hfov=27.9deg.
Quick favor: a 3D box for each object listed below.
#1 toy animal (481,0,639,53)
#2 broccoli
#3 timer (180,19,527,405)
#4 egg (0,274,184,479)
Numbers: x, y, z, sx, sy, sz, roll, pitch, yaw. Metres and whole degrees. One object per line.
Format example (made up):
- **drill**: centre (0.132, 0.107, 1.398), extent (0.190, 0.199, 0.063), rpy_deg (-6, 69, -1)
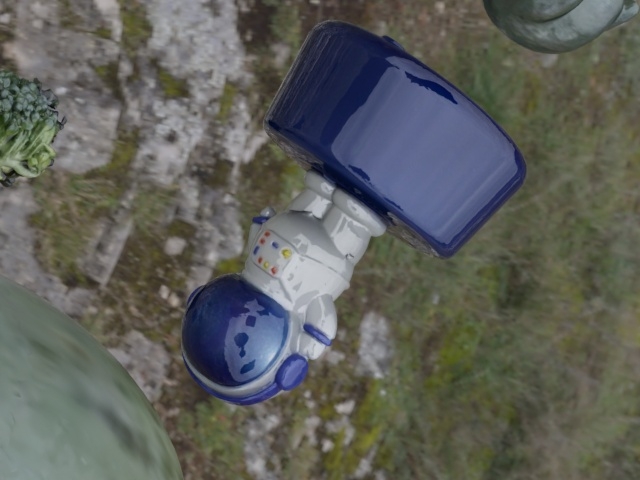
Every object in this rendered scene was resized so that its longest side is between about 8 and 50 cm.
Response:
- **toy animal**: centre (0.157, -0.224, 1.040), extent (0.236, 0.138, 0.108), rpy_deg (8, 55, -44)
- **broccoli**: centre (-0.528, -0.145, 1.739), extent (0.334, 0.324, 0.272), rpy_deg (-13, 144, -43)
- **timer**: centre (0.000, 0.000, 1.317), extent (0.270, 0.270, 0.383), rpy_deg (38, 86, -37)
- **egg**: centre (-0.251, 0.158, 0.473), extent (0.428, 0.345, 0.345), rpy_deg (-14, 109, -31)
